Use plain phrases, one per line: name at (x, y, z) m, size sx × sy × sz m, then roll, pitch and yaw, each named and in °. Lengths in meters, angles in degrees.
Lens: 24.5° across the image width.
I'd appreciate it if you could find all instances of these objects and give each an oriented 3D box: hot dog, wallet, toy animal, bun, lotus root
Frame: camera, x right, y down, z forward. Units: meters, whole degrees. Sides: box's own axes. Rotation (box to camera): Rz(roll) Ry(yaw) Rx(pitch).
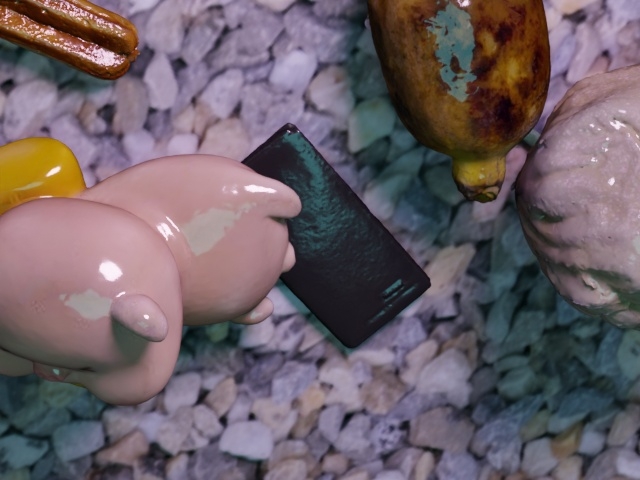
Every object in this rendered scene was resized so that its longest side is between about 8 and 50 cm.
hot dog at (-0.255, -0.210, 1.442) m, size 0.165 × 0.045 × 0.071 m, roll 21°, pitch 107°, yaw -13°
wallet at (0.000, 0.000, 1.561) m, size 0.124 × 0.025 × 0.244 m, roll -38°, pitch 111°, yaw 10°
toy animal at (-0.198, 0.064, 1.444) m, size 0.345 × 0.247 × 0.277 m, roll 4°, pitch 115°, yaw -3°
bun at (0.294, -0.042, 1.448) m, size 0.205 × 0.281 × 0.281 m, roll -10°, pitch 113°, yaw 6°
lotus root at (0.140, -0.188, 1.423) m, size 0.169 × 0.141 × 0.314 m, roll -18°, pitch 101°, yaw -17°

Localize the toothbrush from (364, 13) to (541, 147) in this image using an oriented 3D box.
toothbrush at (0.148, -0.157, 1.515) m, size 0.257 × 0.024 × 0.018 m, roll 34°, pitch 125°, yaw -17°
